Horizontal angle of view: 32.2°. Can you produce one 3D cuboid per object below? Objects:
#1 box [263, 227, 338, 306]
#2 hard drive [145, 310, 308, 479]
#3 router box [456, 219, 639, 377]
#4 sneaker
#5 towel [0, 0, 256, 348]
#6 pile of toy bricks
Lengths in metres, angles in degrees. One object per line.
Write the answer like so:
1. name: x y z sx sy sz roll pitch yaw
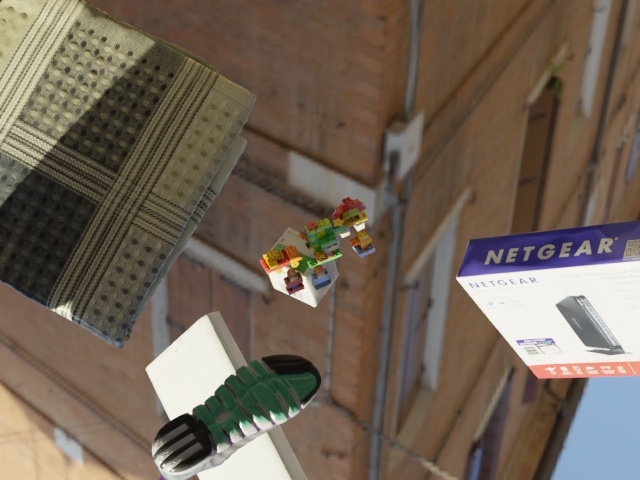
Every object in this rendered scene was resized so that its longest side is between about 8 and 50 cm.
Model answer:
1. box: -0.035 0.050 2.091 0.101 0.102 0.087 23 -119 28
2. hard drive: -0.156 0.294 1.778 0.040 0.203 0.308 -13 -111 -47
3. router box: 0.434 0.103 1.763 0.335 0.301 0.082 -8 -132 40
4. sneaker: -0.103 0.214 1.328 0.223 0.098 0.083 -26 -113 -22
5. towel: -0.268 -0.095 1.223 0.312 0.324 0.056 29 177 3
6. pile of toy bricks: 0.000 0.000 1.967 0.212 0.105 0.118 -24 -131 -12
